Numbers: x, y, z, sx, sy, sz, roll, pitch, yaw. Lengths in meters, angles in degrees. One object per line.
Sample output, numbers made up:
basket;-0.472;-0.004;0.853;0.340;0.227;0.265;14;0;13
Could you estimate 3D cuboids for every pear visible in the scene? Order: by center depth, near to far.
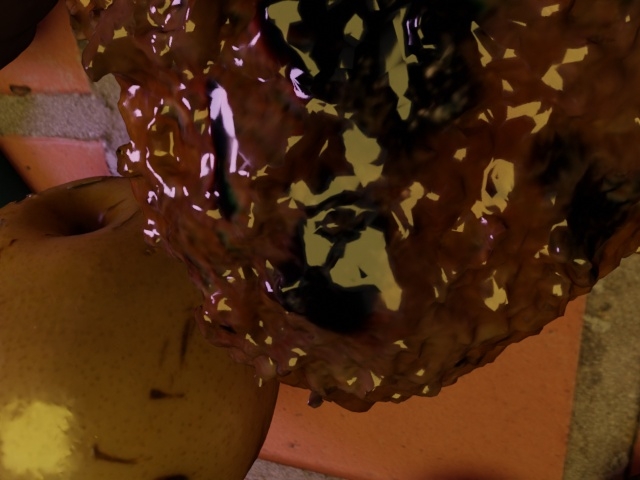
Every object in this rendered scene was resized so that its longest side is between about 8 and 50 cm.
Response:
pear;-0.201;0.113;0.641;0.348;0.348;0.348;12;125;17

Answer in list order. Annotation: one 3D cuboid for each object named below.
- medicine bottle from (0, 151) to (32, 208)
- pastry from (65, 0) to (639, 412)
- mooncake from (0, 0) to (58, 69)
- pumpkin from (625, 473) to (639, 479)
medicine bottle;-0.389;-0.073;0.772;0.124;0.079;0.258;-16;114;32
pastry;0.036;-0.095;0.426;0.337;0.292;0.405;-18;95;20
mooncake;-0.364;-0.274;0.581;0.306;0.154;0.306;11;125;17
pumpkin;0.364;0.335;0.623;0.260;0.189;0.260;12;123;18
